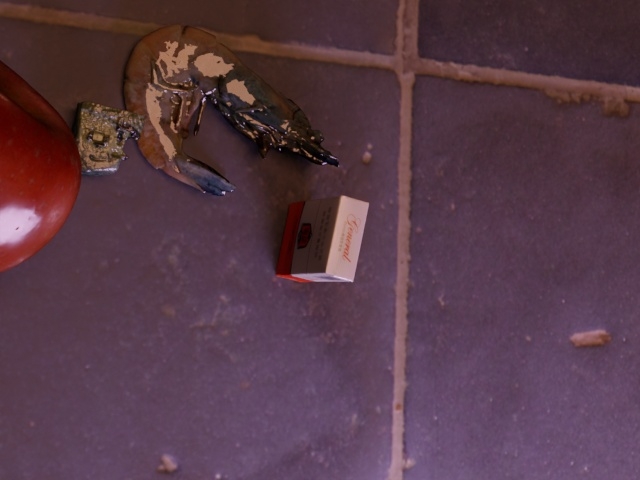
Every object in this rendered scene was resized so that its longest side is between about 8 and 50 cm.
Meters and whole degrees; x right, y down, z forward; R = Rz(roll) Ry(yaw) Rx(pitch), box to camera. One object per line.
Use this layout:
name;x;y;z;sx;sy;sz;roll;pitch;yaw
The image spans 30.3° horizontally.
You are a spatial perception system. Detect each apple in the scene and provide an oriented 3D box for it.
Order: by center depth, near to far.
apple;-0.383;-0.079;1.239;0.260;0.260;0.216;40;96;-20

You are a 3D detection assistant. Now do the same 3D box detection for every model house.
model house;-0.257;-0.116;1.406;0.078;0.066;0.083;13;84;-24

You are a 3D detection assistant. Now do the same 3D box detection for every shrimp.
shrimp;-0.121;-0.138;1.475;0.289;0.075;0.178;38;81;-22

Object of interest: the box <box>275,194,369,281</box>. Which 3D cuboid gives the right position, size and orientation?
box;0.000;0.000;1.482;0.048;0.152;0.100;17;81;-22
